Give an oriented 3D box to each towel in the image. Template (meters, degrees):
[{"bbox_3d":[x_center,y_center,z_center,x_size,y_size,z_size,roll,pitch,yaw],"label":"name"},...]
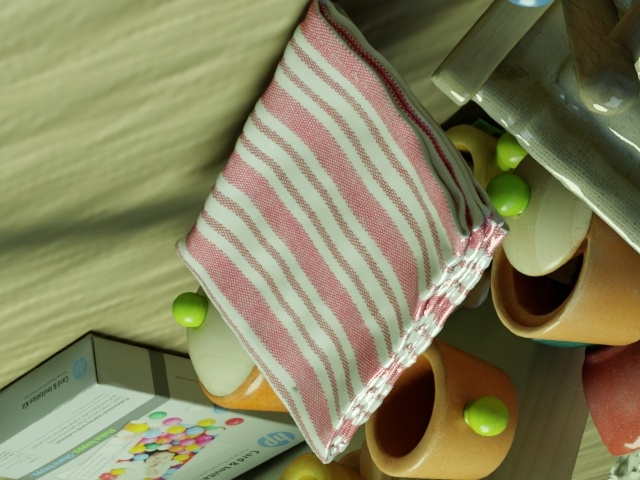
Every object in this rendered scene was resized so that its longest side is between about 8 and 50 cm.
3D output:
[{"bbox_3d":[0.000,0.000,0.896,0.029,0.144,0.197,-17,152,-39],"label":"towel"}]

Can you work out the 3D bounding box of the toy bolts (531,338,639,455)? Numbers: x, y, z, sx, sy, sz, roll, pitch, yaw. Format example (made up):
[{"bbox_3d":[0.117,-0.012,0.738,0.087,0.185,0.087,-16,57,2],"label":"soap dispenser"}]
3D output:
[{"bbox_3d":[0.207,-0.019,1.023,0.228,0.158,0.218,-33,-173,20],"label":"toy bolts"}]

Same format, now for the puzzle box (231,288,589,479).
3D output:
[{"bbox_3d":[0.006,0.190,1.168,0.052,0.272,0.409,39,134,-15],"label":"puzzle box"}]

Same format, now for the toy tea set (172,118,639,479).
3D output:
[{"bbox_3d":[0.028,0.038,0.960,0.124,0.200,0.336,16,136,-28],"label":"toy tea set"}]

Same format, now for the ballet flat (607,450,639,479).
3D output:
[{"bbox_3d":[0.311,0.078,1.112,0.147,0.147,0.409,10,160,-33],"label":"ballet flat"}]

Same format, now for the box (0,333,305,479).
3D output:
[{"bbox_3d":[-0.118,0.121,1.225,0.186,0.038,0.145,17,143,-43],"label":"box"}]

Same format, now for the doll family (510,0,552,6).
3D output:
[{"bbox_3d":[-0.027,-0.170,0.651,0.263,0.118,0.163,2,162,16],"label":"doll family"}]

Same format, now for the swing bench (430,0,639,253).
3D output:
[{"bbox_3d":[0.205,-0.037,0.715,0.165,0.253,0.255,-50,-171,0],"label":"swing bench"}]
